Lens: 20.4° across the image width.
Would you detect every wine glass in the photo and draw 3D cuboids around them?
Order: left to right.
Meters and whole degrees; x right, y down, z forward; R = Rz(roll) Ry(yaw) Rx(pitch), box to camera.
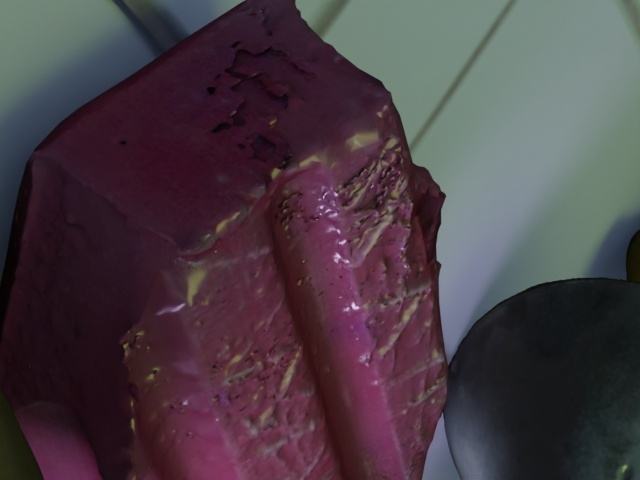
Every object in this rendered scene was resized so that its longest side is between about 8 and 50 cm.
[{"bbox_3d":[0.126,0.231,0.985,0.406,0.267,0.267,-52,151,-51],"label":"wine glass"}]

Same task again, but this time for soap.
[{"bbox_3d":[-0.043,0.062,0.873,0.220,0.127,0.325,-35,140,-22],"label":"soap"}]

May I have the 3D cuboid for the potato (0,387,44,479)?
[{"bbox_3d":[-0.208,0.133,0.639,0.243,0.221,0.326,-50,144,-31],"label":"potato"}]

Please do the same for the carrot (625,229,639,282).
[{"bbox_3d":[0.382,0.068,1.337,0.241,0.241,0.341,-58,145,-5],"label":"carrot"}]
